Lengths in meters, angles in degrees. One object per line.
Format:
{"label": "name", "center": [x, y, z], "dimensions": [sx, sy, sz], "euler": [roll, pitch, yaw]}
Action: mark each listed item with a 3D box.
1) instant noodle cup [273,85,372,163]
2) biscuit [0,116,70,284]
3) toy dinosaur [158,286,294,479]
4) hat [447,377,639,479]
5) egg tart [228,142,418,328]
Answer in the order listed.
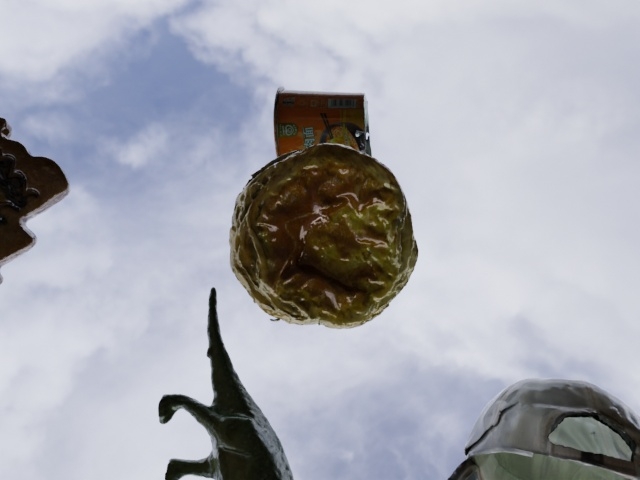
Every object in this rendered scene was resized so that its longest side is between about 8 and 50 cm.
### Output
{"label": "instant noodle cup", "center": [0.012, -0.221, 1.343], "dimensions": [0.183, 0.230, 0.230], "euler": [-4, -127, 8]}
{"label": "biscuit", "center": [-0.495, -0.031, 0.868], "dimensions": [0.279, 0.043, 0.301], "euler": [9, -97, 2]}
{"label": "toy dinosaur", "center": [-0.019, 0.255, 0.654], "dimensions": [0.301, 0.087, 0.446], "euler": [-1, -111, 2]}
{"label": "hat", "center": [0.256, 0.278, 0.699], "dimensions": [0.232, 0.274, 0.161], "euler": [15, -158, 19]}
{"label": "egg tart", "center": [0.000, 0.000, 0.424], "dimensions": [0.131, 0.052, 0.130], "euler": [-2, -83, -14]}
